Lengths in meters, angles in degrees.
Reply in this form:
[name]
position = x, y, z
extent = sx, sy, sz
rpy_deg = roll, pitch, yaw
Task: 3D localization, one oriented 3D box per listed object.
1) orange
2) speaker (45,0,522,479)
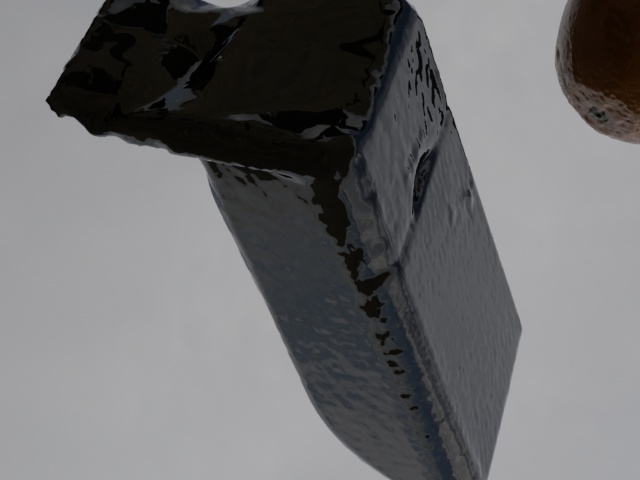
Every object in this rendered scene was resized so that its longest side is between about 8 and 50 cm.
[orange]
position = 0.314, -0.188, 1.309
extent = 0.206, 0.206, 0.206
rpy_deg = -8, -103, 39
[speaker]
position = 0.000, 0.000, 0.953
extent = 0.184, 0.388, 0.180
rpy_deg = -3, -138, 24
